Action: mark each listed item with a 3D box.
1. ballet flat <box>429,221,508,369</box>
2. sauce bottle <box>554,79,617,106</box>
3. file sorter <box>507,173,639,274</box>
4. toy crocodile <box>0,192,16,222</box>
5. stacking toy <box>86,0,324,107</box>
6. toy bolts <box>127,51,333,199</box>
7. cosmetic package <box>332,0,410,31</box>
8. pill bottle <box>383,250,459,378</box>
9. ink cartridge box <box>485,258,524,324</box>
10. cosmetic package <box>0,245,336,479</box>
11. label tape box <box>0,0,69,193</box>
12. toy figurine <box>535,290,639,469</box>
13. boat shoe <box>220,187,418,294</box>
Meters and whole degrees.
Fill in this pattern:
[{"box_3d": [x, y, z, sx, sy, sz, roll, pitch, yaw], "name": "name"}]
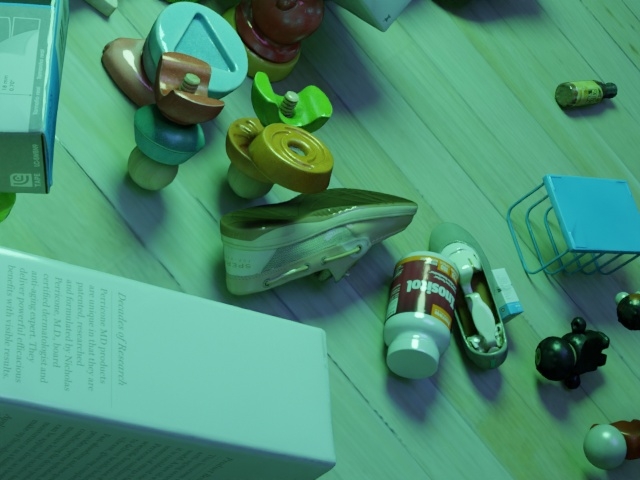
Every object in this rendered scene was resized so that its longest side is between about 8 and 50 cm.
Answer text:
[{"box_3d": [0.199, 0.064, 1.881, 0.072, 0.068, 0.213, -17, 71, -2], "name": "ballet flat"}, {"box_3d": [0.429, -0.238, 2.292, 0.128, 0.042, 0.042, -11, 70, -40], "name": "sauce bottle"}, {"box_3d": [0.369, -0.015, 2.054, 0.170, 0.104, 0.118, 2, 61, -38], "name": "file sorter"}, {"box_3d": [-0.380, -0.076, 1.492, 0.105, 0.115, 0.340, 13, 53, -25], "name": "toy crocodile"}, {"box_3d": [-0.152, -0.312, 1.815, 0.279, 0.130, 0.309, 50, 44, -1], "name": "stacking toy"}, {"box_3d": [-0.110, -0.094, 1.669, 0.228, 0.158, 0.218, 14, 35, -24], "name": "toy bolts"}, {"box_3d": [0.009, -0.421, 1.867, 0.224, 0.138, 0.224, 39, -3, 36], "name": "cosmetic package"}, {"box_3d": [0.126, 0.095, 1.800, 0.086, 0.086, 0.152, 29, 48, -20], "name": "pill bottle"}, {"box_3d": [0.235, 0.070, 1.930, 0.028, 0.048, 0.083, -7, 68, -41], "name": "ink cartridge box"}, {"box_3d": [-0.235, 0.150, 1.375, 0.453, 0.230, 0.161, 17, 52, -31], "name": "cosmetic package"}, {"box_3d": [-0.428, -0.176, 1.420, 0.333, 0.106, 0.241, 2, 57, -5], "name": "label tape box"}, {"box_3d": [0.413, 0.177, 1.886, 0.148, 0.209, 0.213, -3, 63, -51], "name": "toy figurine"}, {"box_3d": [0.000, 0.000, 1.765, 0.302, 0.109, 0.098, -14, 111, -43], "name": "boat shoe"}]
